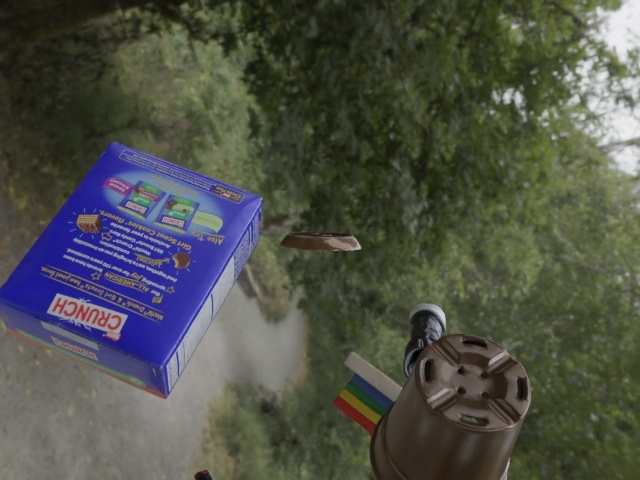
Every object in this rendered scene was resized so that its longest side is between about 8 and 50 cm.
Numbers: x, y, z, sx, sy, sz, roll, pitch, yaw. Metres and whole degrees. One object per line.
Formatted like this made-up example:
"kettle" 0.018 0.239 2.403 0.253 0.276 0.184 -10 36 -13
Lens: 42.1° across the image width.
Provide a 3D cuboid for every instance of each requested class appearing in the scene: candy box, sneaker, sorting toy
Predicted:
"candy box" -0.271 0.037 1.230 0.122 0.268 0.317 96 18 -54
"sneaker" 0.241 0.285 1.885 0.153 0.101 0.269 -68 152 -51
"sorting toy" 0.153 0.308 1.337 0.255 0.089 0.257 35 -5 24

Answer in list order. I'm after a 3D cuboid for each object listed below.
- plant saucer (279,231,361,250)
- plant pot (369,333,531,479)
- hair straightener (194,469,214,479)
"plant saucer" 0.000 0.000 1.693 0.168 0.168 0.029 -129 -140 -85
"plant pot" 0.149 0.202 0.924 0.165 0.166 0.167 100 -22 -46
"hair straightener" -0.237 0.648 1.927 0.089 0.047 0.231 -104 176 -70
